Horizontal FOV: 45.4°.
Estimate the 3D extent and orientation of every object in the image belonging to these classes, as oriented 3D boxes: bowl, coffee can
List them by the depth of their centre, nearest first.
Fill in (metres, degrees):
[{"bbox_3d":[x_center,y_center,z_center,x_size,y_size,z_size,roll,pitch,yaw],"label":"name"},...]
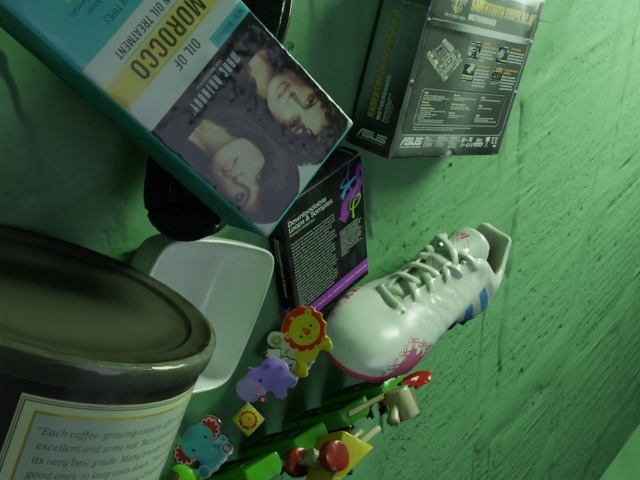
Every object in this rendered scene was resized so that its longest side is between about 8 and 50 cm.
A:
[{"bbox_3d":[-0.204,0.150,0.457,0.201,0.201,0.276,10,104,-54],"label":"coffee can"},{"bbox_3d":[-0.117,0.057,0.639,0.142,0.053,0.142,8,105,-55],"label":"bowl"}]

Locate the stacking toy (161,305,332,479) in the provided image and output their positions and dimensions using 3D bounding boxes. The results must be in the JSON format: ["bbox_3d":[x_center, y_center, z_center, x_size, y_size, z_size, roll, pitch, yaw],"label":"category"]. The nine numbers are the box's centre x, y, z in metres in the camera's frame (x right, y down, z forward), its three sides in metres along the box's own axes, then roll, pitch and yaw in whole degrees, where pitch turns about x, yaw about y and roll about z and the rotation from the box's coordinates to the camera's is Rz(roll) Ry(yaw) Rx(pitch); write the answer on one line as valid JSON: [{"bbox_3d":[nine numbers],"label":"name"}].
[{"bbox_3d":[-0.081,0.158,0.696,0.221,0.052,0.167,-46,175,-14],"label":"stacking toy"}]

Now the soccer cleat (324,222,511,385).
[{"bbox_3d":[0.118,0.051,0.880,0.331,0.116,0.143,-20,142,-55],"label":"soccer cleat"}]

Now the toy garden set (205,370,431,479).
[{"bbox_3d":[0.018,0.206,0.799,0.244,0.203,0.049,-22,86,-43],"label":"toy garden set"}]

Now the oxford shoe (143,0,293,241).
[{"bbox_3d":[-0.073,-0.113,0.579,0.096,0.082,0.227,-8,117,-81],"label":"oxford shoe"}]

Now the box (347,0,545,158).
[{"bbox_3d":[0.138,-0.182,0.805,0.231,0.056,0.183,-10,119,-49],"label":"box"}]

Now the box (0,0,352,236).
[{"bbox_3d":[-0.097,-0.115,0.460,0.244,0.060,0.101,42,77,-29],"label":"box"}]

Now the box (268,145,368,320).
[{"bbox_3d":[0.000,0.000,0.774,0.116,0.029,0.162,-38,140,-33],"label":"box"}]
